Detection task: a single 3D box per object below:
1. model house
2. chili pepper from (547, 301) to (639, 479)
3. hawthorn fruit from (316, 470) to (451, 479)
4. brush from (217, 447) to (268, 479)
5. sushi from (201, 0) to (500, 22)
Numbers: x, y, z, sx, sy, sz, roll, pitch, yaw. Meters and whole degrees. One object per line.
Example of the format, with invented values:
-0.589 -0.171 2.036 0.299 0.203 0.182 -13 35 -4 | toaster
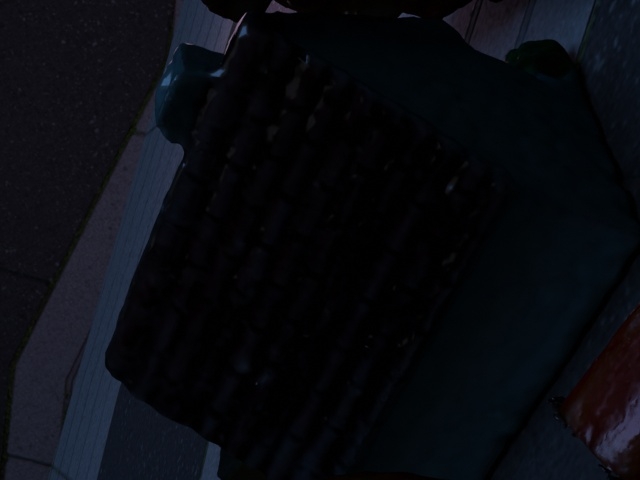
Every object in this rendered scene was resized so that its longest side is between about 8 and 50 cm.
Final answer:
0.000 0.000 0.813 0.230 0.249 0.280 -95 26 -55 | model house
0.168 0.021 0.572 0.168 0.065 0.088 -63 33 15 | chili pepper
-0.027 0.250 0.459 0.369 0.284 0.284 -28 26 6 | hawthorn fruit
-0.027 0.114 1.140 0.123 0.059 0.197 -91 23 -44 | brush
0.037 -0.244 0.953 0.343 0.197 0.181 -11 76 58 | sushi
